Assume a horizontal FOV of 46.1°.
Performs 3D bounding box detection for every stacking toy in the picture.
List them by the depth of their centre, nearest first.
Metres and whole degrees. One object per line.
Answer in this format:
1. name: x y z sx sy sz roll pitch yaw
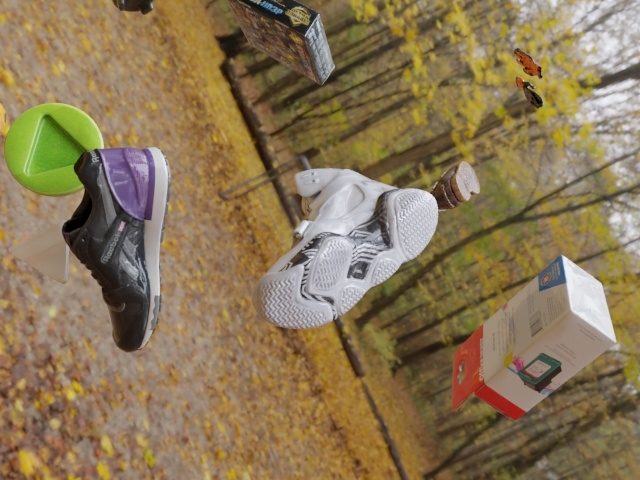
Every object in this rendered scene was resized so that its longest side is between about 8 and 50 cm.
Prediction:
1. stacking toy: -0.457 -0.074 1.070 0.130 0.280 0.308 141 -39 -78

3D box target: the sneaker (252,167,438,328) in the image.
1. sneaker: 0.000 0.000 1.198 0.210 0.366 0.137 27 -45 40

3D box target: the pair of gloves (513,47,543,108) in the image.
1. pair of gloves: 0.297 -0.232 1.077 0.074 0.010 0.083 -117 -176 -47

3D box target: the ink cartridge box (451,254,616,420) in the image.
1. ink cartridge box: 0.281 0.146 1.027 0.078 0.231 0.134 34 32 -10

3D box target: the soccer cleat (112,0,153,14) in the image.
1. soccer cleat: -0.242 -0.464 1.116 0.093 0.289 0.121 -2 63 -45

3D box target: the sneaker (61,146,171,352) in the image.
1. sneaker: -0.280 0.014 0.989 0.107 0.124 0.283 30 -62 54

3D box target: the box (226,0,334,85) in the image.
1. box: -0.071 -0.381 1.369 0.175 0.051 0.220 31 -5 13

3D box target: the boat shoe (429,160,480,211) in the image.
1. boat shoe: 0.256 -0.103 1.455 0.073 0.073 0.207 62 26 0
